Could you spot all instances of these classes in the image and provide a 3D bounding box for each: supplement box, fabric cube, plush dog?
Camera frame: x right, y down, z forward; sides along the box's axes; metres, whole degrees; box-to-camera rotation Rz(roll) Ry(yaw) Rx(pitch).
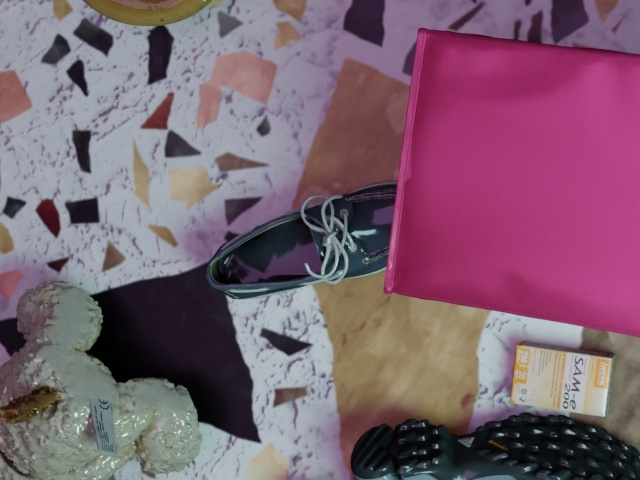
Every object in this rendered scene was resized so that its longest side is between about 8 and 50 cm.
[{"bbox_3d":[0.246,0.140,1.871,0.098,0.036,0.062,7,94,15],"label":"supplement box"},{"bbox_3d":[0.230,-0.056,1.757,0.258,0.259,0.254,8,95,18],"label":"fabric cube"},{"bbox_3d":[-0.290,0.210,1.965,0.262,0.211,0.225,42,128,13],"label":"plush dog"}]

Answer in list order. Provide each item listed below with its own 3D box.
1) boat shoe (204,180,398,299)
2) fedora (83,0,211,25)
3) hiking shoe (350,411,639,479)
[{"bbox_3d":[0.000,0.000,1.915,0.255,0.079,0.095,-13,88,16],"label":"boat shoe"},{"bbox_3d":[-0.179,-0.315,1.956,0.194,0.079,0.194,0,93,10],"label":"fedora"},{"bbox_3d":[0.184,0.255,1.875,0.304,0.113,0.132,2,123,10],"label":"hiking shoe"}]
